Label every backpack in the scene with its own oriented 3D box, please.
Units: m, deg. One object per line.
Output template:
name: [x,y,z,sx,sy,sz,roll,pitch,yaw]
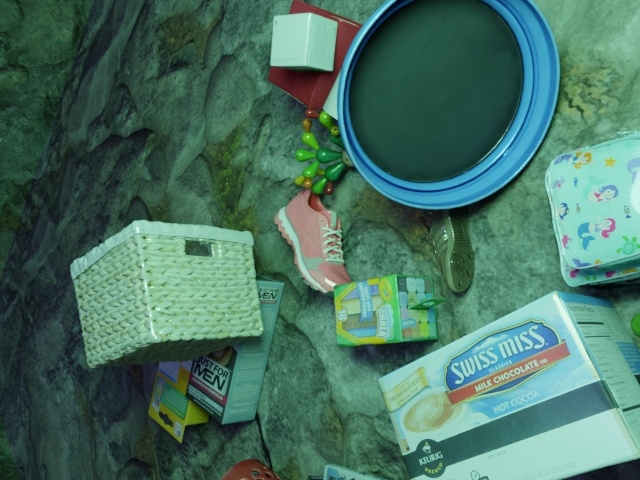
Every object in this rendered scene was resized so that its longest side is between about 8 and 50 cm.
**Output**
backpack: [0.470,-0.050,0.807,0.254,0.191,0.224,-14,73,37]

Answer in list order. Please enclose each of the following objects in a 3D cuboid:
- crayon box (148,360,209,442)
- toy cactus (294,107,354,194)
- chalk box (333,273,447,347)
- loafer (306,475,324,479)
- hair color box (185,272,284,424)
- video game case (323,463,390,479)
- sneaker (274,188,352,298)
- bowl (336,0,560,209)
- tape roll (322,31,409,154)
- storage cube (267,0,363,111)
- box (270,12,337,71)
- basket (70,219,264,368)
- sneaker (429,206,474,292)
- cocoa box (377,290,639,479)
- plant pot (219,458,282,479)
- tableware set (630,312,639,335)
crayon box: [-0.394,0.394,1.632,0.203,0.083,0.322,17,95,44]
toy cactus: [0.034,-0.190,1.246,0.112,0.181,0.218,-100,12,-58]
chalk box: [0.149,0.142,1.113,0.213,0.133,0.131,-14,74,43]
loafer: [0.047,0.534,1.189,0.223,0.076,0.078,-26,75,42]
hair color box: [-0.231,0.267,1.473,0.186,0.114,0.374,16,94,44]
video game case: [0.113,0.620,1.033,0.300,0.036,0.328,-3,77,42]
sneaker: [-0.001,0.000,1.291,0.136,0.116,0.313,-50,53,25]
bowl: [0.213,-0.246,0.953,0.390,0.392,0.077,-63,22,17]
tape roll: [0.148,-0.282,1.101,0.246,0.246,0.169,41,111,40]
storage cube: [0.027,-0.407,1.265,0.184,0.215,0.193,42,119,39]
box: [-0.034,-0.397,1.119,0.101,0.087,0.101,15,103,38]
basket: [-0.362,0.138,1.315,0.331,0.329,0.266,-24,70,38]
sneaker: [0.253,0.013,1.093,0.071,0.066,0.188,-24,62,57]
cocoa box: [0.311,0.255,0.870,0.347,0.232,0.227,-37,59,34]
plant pot: [-0.143,0.632,1.285,0.174,0.191,0.191,18,96,37]
tableware set: [0.543,0.102,0.819,0.154,0.024,0.104,-57,47,23]
